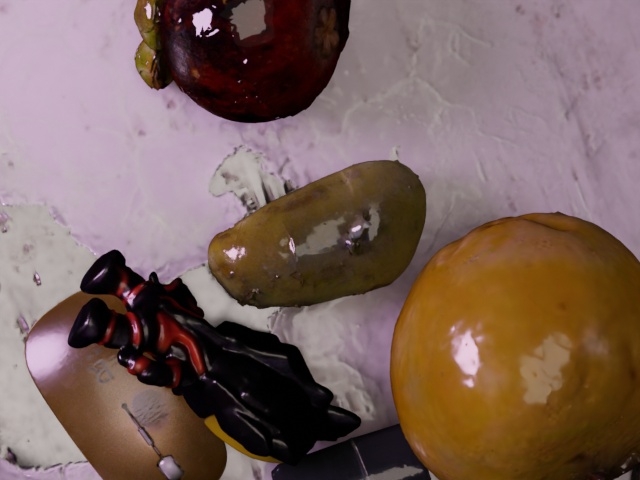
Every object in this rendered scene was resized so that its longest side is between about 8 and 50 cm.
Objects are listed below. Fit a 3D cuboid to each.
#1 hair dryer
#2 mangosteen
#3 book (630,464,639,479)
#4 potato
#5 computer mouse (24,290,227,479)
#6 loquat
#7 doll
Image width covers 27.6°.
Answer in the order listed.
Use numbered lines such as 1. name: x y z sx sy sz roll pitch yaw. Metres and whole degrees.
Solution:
1. hair dryer: 0.047 0.269 1.086 0.124 0.071 0.219 -20 100 -5
2. mangosteen: -0.069 -0.179 1.032 0.180 0.166 0.166 10 88 18
3. book: 0.325 0.161 1.004 0.026 0.289 0.201 9 89 -16
4. potato: 0.000 0.000 1.068 0.188 0.085 0.105 -16 89 -2
5. computer mouse: -0.159 0.134 1.066 0.102 0.045 0.199 -34 93 -4
6. loquat: 0.167 0.100 1.015 0.244 0.244 0.243 0 89 -7
7. doll: -0.080 0.101 1.034 0.249 0.088 0.127 28 62 -21
